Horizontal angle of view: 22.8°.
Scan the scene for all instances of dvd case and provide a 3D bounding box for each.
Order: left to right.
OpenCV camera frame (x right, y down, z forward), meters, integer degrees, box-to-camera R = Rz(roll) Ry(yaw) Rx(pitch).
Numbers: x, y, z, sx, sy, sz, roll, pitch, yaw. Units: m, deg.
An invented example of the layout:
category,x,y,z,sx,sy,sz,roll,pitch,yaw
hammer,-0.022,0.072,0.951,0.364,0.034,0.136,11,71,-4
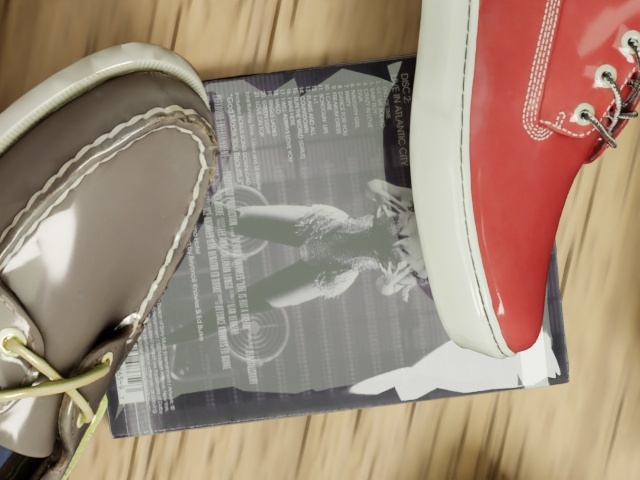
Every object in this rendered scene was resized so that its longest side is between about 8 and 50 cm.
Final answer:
category,x,y,z,sx,sy,sz,roll,pitch,yaw
dvd case,0.000,0.000,0.752,0.221,0.018,0.164,-7,96,0

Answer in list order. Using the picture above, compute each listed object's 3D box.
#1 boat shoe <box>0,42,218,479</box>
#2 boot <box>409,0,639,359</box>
category,x,y,z,sx,sy,sz,roll,pitch,yaw
boat shoe,-0.143,0.064,0.681,0.117,0.096,0.324,28,108,-42
boot,0.133,-0.070,0.670,0.176,0.088,0.244,1,81,17
